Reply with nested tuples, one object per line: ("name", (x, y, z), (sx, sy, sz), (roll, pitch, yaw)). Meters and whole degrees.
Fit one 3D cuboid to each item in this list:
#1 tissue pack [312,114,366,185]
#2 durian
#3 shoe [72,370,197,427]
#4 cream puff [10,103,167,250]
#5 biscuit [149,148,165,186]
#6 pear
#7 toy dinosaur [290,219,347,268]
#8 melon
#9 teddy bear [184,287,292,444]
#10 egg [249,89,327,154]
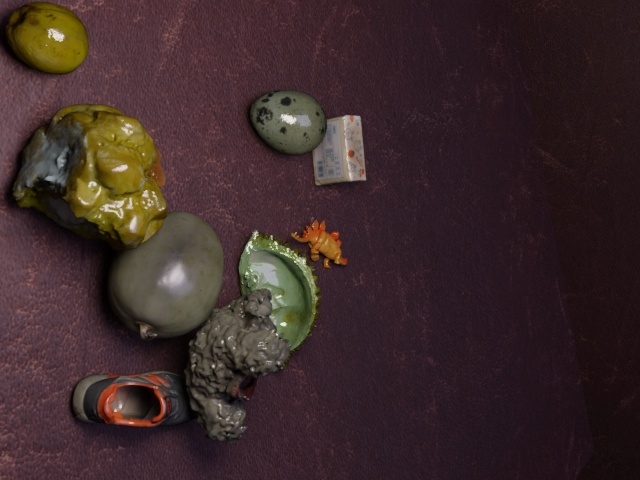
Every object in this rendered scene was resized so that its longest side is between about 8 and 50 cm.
("tissue pack", (0.053, -0.268, 2.079), (0.092, 0.148, 0.196), (-10, 96, -48))
("durian", (-0.109, 0.164, 1.900), (0.198, 0.163, 0.394), (-5, 98, -43))
("shoe", (-0.380, 0.370, 1.598), (0.336, 0.171, 0.132), (15, 78, -44))
("cream puff", (-0.451, -0.135, 1.459), (0.270, 0.323, 0.274), (32, 76, -55))
("biscuit", (-0.424, -0.164, 1.675), (0.118, 0.023, 0.140), (35, 64, -40))
("pear", (-0.566, -0.422, 1.450), (0.162, 0.148, 0.149), (18, 76, -51))
("toy dinosaur", (0.000, 0.000, 2.076), (0.288, 0.070, 0.117), (34, 55, -44))
("melon", (-0.346, 0.081, 1.584), (0.308, 0.271, 0.272), (-50, 123, -23))
("teddy bear", (-0.183, 0.251, 1.695), (0.357, 0.224, 0.367), (-63, 176, 30))
("egg", (-0.090, -0.328, 1.918), (0.228, 0.177, 0.177), (13, 79, -28))
